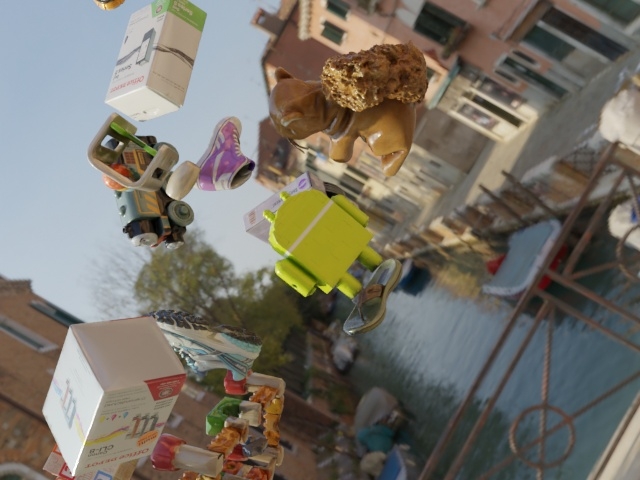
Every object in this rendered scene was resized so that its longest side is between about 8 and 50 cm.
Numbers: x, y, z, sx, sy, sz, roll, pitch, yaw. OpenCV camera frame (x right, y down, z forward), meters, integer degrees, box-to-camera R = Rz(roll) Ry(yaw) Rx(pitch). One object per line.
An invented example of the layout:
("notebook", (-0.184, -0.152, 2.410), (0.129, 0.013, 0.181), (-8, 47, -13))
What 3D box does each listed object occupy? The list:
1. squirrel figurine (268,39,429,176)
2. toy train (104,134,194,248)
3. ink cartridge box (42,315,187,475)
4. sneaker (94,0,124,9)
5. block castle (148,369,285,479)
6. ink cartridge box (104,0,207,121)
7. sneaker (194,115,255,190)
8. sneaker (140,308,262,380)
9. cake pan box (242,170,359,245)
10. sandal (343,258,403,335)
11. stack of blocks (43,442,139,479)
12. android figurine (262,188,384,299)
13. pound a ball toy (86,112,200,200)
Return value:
("squirrel figurine", (0.065, -0.374, 1.927), (0.397, 0.371, 0.281), (124, 148, -57))
("toy train", (-0.461, -0.130, 1.982), (0.190, 0.333, 0.142), (-3, -22, -40))
("ink cartridge box", (-0.293, 0.216, 1.054), (0.128, 0.127, 0.176), (-4, -48, -42))
("sneaker", (-0.537, -0.615, 1.735), (0.084, 0.215, 0.083), (-48, -26, -20))
("block castle", (-0.265, 0.540, 1.908), (0.453, 0.213, 0.303), (-42, -44, -64))
("ink cartridge box", (-0.414, -0.458, 1.888), (0.198, 0.115, 0.272), (-7, 65, 44))
("sneaker", (-0.245, -0.246, 2.162), (0.102, 0.161, 0.282), (69, -148, -49))
("sneaker", (-0.281, 0.243, 1.690), (0.110, 0.283, 0.122), (-117, 46, -80))
("cake pan box", (-0.047, -0.066, 2.153), (0.267, 0.246, 0.070), (-33, 52, 26))
("sandal", (0.132, 0.149, 2.070), (0.120, 0.086, 0.302), (-16, 32, 39))
("stack of blocks", (-0.539, 0.542, 1.720), (0.087, 0.171, 0.297), (71, -142, -61))
("android figurine", (0.000, 0.000, 1.637), (0.248, 0.273, 0.056), (-52, 0, -26))
("pound a ball toy", (-0.356, -0.141, 1.538), (0.135, 0.208, 0.319), (-57, 6, 0))
